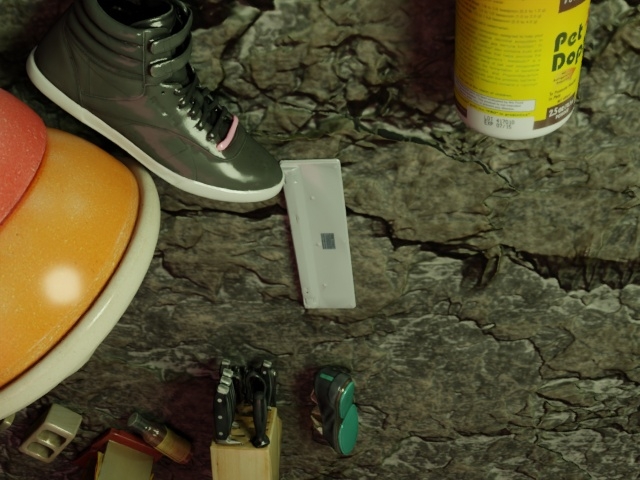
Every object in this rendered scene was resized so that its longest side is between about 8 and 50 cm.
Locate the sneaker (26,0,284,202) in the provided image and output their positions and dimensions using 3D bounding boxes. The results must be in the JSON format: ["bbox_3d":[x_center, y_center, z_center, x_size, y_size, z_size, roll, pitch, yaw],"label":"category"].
[{"bbox_3d":[-0.142,-0.151,0.798,0.296,0.104,0.147,31,134,-16],"label":"sneaker"}]

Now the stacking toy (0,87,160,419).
[{"bbox_3d":[-0.416,-0.077,0.713,0.351,0.350,0.480,-21,131,23],"label":"stacking toy"}]

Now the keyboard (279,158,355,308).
[{"bbox_3d":[0.000,0.000,0.993,0.072,0.014,0.256,-5,133,4],"label":"keyboard"}]

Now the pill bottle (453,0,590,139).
[{"bbox_3d":[0.181,-0.207,0.703,0.117,0.117,0.214,-1,133,7],"label":"pill bottle"}]

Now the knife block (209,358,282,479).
[{"bbox_3d":[-0.114,0.320,1.157,0.088,0.275,0.242,2,163,5],"label":"knife block"}]

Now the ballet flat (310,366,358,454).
[{"bbox_3d":[0.019,0.259,1.202,0.074,0.074,0.203,1,139,6],"label":"ballet flat"}]

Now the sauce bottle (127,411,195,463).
[{"bbox_3d":[-0.268,0.330,1.310,0.042,0.042,0.128,-26,125,27],"label":"sauce bottle"}]

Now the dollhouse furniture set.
[{"bbox_3d":[-0.460,0.387,1.275,0.374,0.201,0.152,31,129,-22],"label":"dollhouse furniture set"}]
